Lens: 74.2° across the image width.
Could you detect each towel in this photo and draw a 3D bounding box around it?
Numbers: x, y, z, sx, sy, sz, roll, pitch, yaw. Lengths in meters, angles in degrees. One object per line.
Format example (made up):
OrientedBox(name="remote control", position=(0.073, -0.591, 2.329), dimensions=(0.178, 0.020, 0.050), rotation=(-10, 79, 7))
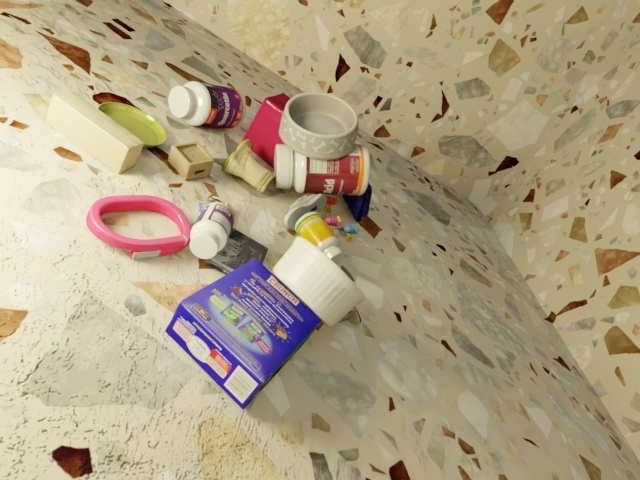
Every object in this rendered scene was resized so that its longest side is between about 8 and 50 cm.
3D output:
OrientedBox(name="towel", position=(0.173, -0.272, 2.103), dimensions=(0.076, 0.228, 0.308), rotation=(-6, 44, -17))

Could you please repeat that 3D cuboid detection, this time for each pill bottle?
OrientedBox(name="pill bottle", position=(-0.327, -0.028, 1.270), dimensions=(0.108, 0.108, 0.194), rotation=(30, 26, -15))
OrientedBox(name="pill bottle", position=(0.000, 0.000, 1.614), dimensions=(0.117, 0.118, 0.208), rotation=(-2, 47, -50))
OrientedBox(name="pill bottle", position=(-0.487, -0.584, 1.836), dimensions=(0.181, 0.182, 0.322), rotation=(46, 30, 15))
OrientedBox(name="pill bottle", position=(0.000, -0.312, 1.836), dimensions=(0.391, 0.224, 0.224), rotation=(1, 39, -10))

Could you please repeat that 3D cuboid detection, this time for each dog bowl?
OrientedBox(name="dog bowl", position=(-0.001, -0.492, 1.769), dimensions=(0.347, 0.102, 0.349), rotation=(6, 51, -8))

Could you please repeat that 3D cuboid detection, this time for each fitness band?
OrientedBox(name="fitness band", position=(-0.493, -0.046, 1.181), dimensions=(0.209, 0.054, 0.290), rotation=(49, 29, 19))

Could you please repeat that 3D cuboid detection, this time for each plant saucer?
OrientedBox(name="plant saucer", position=(-0.672, -0.405, 1.513), dimensions=(0.240, 0.037, 0.241), rotation=(28, 29, -17))

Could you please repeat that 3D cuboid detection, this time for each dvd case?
OrientedBox(name="dvd case", position=(-0.260, 0.046, 1.351), dimensions=(0.164, 0.018, 0.221), rotation=(32, 29, -12))

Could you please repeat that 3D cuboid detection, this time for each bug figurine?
OrientedBox(name="bug figurine", position=(0.055, -0.117, 1.896), dimensions=(0.216, 0.072, 0.279), rotation=(0, 46, -49))

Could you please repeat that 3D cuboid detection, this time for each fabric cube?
OrientedBox(name="fabric cube", position=(-0.174, -0.511, 2.018), dimensions=(0.258, 0.254, 0.259), rotation=(35, 29, -1))

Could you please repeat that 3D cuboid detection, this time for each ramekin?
OrientedBox(name="ramekin", position=(-0.015, 0.130, 1.271), dimensions=(0.277, 0.135, 0.277), rotation=(42, -9, 8))

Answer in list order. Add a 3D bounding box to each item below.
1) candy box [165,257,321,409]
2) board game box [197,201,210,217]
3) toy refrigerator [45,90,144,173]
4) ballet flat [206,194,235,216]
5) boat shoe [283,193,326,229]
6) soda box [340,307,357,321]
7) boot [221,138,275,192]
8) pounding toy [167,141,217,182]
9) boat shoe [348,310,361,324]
OrientedBox(name="candy box", position=(-0.181, 0.216, 1.086), dimensions=(0.268, 0.122, 0.317), rotation=(42, 29, 9))
OrientedBox(name="board game box", position=(-0.362, -0.086, 1.410), dimensions=(0.089, 0.020, 0.090), rotation=(8, 39, -26))
OrientedBox(name="toy refrigerator", position=(-0.697, -0.337, 1.318), dimensions=(0.269, 0.102, 0.094), rotation=(35, 28, -4))
OrientedBox(name="ballet flat", position=(-0.343, -0.123, 1.478), dimensions=(0.114, 0.041, 0.041), rotation=(33, 29, -11))
OrientedBox(name="boat shoe", position=(-0.080, -0.128, 1.731), dimensions=(0.088, 0.096, 0.267), rotation=(14, 39, 31))
OrientedBox(name="soda box", position=(0.042, 0.187, 1.445), dimensions=(0.058, 0.063, 0.183), rotation=(-2, 48, -51))
OrientedBox(name="boot", position=(-0.278, -0.311, 1.769), dimensions=(0.203, 0.095, 0.262), rotation=(32, 31, -10))
OrientedBox(name="pounding toy", position=(-0.454, -0.276, 1.537), dimensions=(0.130, 0.100, 0.141), rotation=(46, 40, 16))
OrientedBox(name="boat shoe", position=(0.101, 0.233, 1.467), dimensions=(0.043, 0.049, 0.137), rotation=(5, 38, -49))
